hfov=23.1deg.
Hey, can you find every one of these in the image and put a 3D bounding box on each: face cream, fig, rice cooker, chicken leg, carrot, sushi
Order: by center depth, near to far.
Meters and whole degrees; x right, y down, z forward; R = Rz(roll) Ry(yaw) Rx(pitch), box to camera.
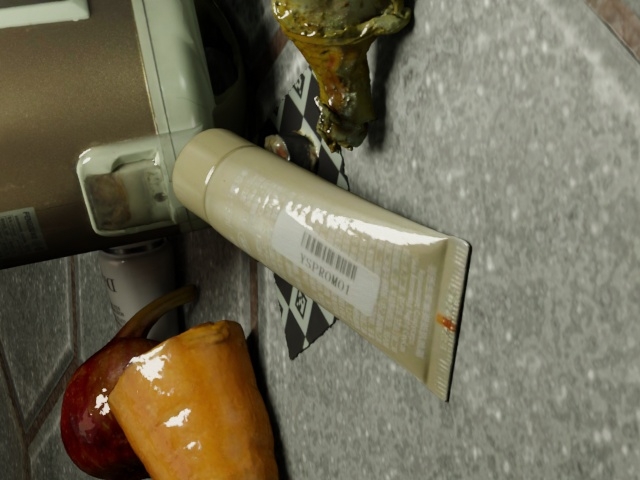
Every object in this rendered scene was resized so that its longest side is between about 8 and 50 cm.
[{"bbox_3d":[0.017,-0.173,1.252,0.088,0.103,0.227,-126,18,-60],"label":"chicken leg"},{"bbox_3d":[0.000,0.000,1.311,0.341,0.084,0.137,32,124,44],"label":"face cream"},{"bbox_3d":[-0.037,-0.025,1.459,0.219,0.047,0.231,134,127,-61],"label":"sushi"},{"bbox_3d":[-0.235,-0.144,1.547,0.335,0.325,0.335,169,90,-86],"label":"rice cooker"},{"bbox_3d":[-0.105,0.212,1.565,0.225,0.159,0.159,62,149,26],"label":"carrot"},{"bbox_3d":[-0.210,0.166,1.764,0.175,0.175,0.207,135,128,-62],"label":"fig"},{"bbox_3d":[-0.206,0.091,1.866,0.143,0.089,0.314,30,133,61],"label":"face cream"}]
